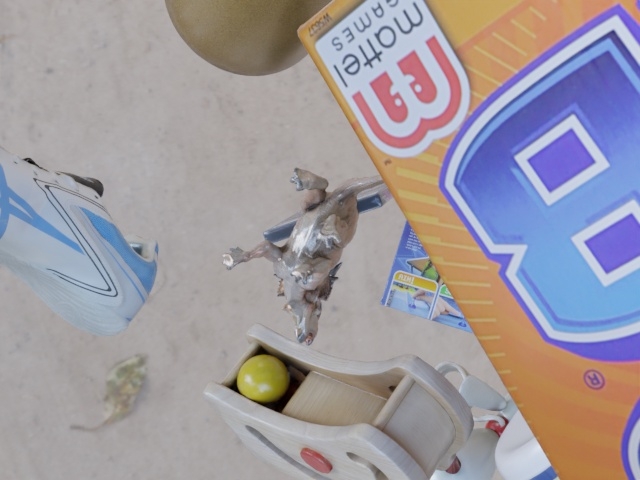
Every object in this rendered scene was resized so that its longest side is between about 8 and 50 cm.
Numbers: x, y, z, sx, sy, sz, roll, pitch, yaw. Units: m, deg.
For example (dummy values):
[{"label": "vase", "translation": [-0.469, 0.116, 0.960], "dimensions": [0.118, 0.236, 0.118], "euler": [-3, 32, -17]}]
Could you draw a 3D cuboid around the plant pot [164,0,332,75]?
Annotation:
[{"label": "plant pot", "translation": [-0.060, -0.349, 1.218], "dimensions": [0.237, 0.254, 0.237], "euler": [1, 87, -18]}]

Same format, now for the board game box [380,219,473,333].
[{"label": "board game box", "translation": [0.182, 0.036, 1.066], "dimensions": [0.201, 0.035, 0.136], "euler": [17, 88, 12]}]

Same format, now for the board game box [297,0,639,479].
[{"label": "board game box", "translation": [0.291, -0.057, 0.396], "dimensions": [0.356, 0.356, 0.356], "euler": [-32, 87, 42]}]

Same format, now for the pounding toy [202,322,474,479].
[{"label": "pounding toy", "translation": [0.017, 0.172, 0.739], "dimensions": [0.270, 0.155, 0.154], "euler": [20, 148, 30]}]

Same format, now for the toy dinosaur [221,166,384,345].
[{"label": "toy dinosaur", "translation": [0.000, 0.000, 1.376], "dimensions": [0.127, 0.200, 0.295], "euler": [42, 105, 21]}]

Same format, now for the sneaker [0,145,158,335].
[{"label": "sneaker", "translation": [-0.187, -0.023, 0.601], "dimensions": [0.085, 0.237, 0.086], "euler": [2, 61, 32]}]

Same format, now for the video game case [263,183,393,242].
[{"label": "video game case", "translation": [0.037, -0.059, 1.601], "dimensions": [0.196, 0.274, 0.026], "euler": [-18, 95, 18]}]

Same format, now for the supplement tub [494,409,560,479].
[{"label": "supplement tub", "translation": [0.402, 0.304, 1.213], "dimensions": [0.316, 0.228, 0.228], "euler": [43, 108, 3]}]

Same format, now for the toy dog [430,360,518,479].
[{"label": "toy dog", "translation": [0.252, 0.305, 1.523], "dimensions": [0.220, 0.333, 0.161], "euler": [22, 142, 10]}]
